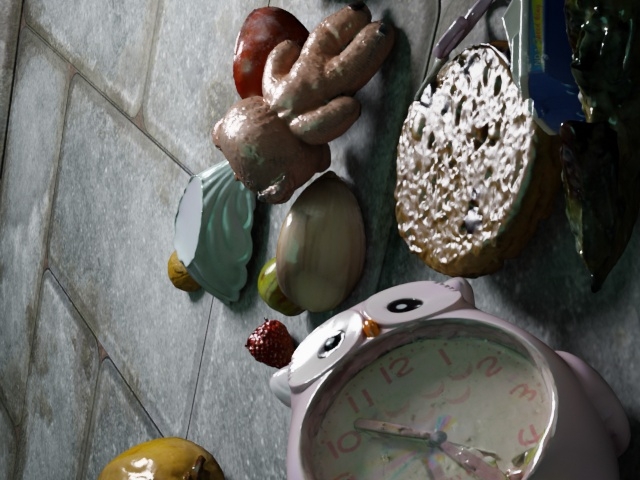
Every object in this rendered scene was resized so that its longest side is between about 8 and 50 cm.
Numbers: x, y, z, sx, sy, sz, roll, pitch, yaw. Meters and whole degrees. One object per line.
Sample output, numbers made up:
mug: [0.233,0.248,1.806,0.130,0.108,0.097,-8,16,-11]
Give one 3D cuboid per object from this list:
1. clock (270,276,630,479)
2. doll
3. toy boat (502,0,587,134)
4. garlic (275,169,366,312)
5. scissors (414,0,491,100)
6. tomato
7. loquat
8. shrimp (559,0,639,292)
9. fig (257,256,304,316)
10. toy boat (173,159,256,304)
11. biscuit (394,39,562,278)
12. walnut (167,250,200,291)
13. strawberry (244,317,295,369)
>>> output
clock: [0.123,0.226,1.289,0.250,0.368,0.376,63,178,-42]
doll: [-0.004,-0.186,1.740,0.303,0.156,0.201,-45,49,8]
toy boat: [0.240,-0.262,1.301,0.088,0.129,0.295,-6,64,23]
garlic: [0.009,0.002,1.740,0.115,0.128,0.206,10,90,37]
scissors: [0.154,-0.226,1.530,0.021,0.110,0.212,41,153,7]
tomato: [-0.056,-0.269,1.842,0.091,0.139,0.159,10,67,35]
loquat: [-0.270,0.435,2.091,0.238,0.238,0.193,-20,88,59]
shrimp: [0.241,-0.126,1.072,0.445,0.085,0.272,66,-145,-55]
fig: [-0.039,0.034,1.829,0.093,0.093,0.166,55,133,48]
toy boat: [-0.179,-0.024,2.078,0.199,0.100,0.290,57,137,46]
biscuit: [0.186,-0.092,1.439,0.296,0.075,0.295,-29,56,57]
walnut: [-0.248,0.045,2.247,0.121,0.052,0.091,-31,58,54]
strawberry: [-0.072,0.163,1.907,0.083,0.073,0.073,45,128,35]
